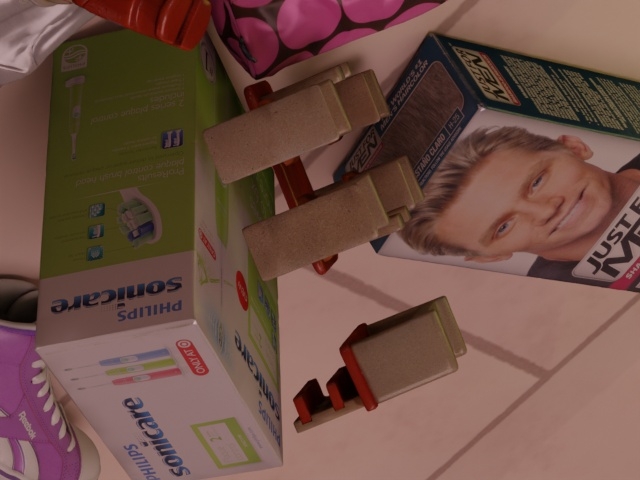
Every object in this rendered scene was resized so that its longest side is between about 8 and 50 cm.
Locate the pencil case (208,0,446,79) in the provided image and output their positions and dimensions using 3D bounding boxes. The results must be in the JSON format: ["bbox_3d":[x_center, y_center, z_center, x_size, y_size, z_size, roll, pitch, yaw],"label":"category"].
[{"bbox_3d":[0.020,-0.198,1.461,0.209,0.095,0.098,-25,132,-8],"label":"pencil case"}]

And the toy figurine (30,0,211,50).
[{"bbox_3d":[-0.103,-0.251,1.244,0.213,0.148,0.209,-43,145,-33],"label":"toy figurine"}]

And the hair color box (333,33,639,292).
[{"bbox_3d":[0.204,-0.059,1.713,0.347,0.105,0.174,8,128,-37],"label":"hair color box"}]

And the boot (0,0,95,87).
[{"bbox_3d":[-0.269,-0.134,1.346,0.258,0.095,0.123,-33,135,4],"label":"boot"}]

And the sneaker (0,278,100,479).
[{"bbox_3d":[-0.247,0.126,1.652,0.161,0.102,0.282,-41,140,10],"label":"sneaker"}]

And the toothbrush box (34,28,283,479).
[{"bbox_3d":[-0.114,0.009,1.435,0.122,0.283,0.206,-10,142,12],"label":"toothbrush box"}]

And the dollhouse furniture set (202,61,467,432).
[{"bbox_3d":[0.000,0.000,1.469,0.135,0.259,0.262,-22,-177,12],"label":"dollhouse furniture set"}]
